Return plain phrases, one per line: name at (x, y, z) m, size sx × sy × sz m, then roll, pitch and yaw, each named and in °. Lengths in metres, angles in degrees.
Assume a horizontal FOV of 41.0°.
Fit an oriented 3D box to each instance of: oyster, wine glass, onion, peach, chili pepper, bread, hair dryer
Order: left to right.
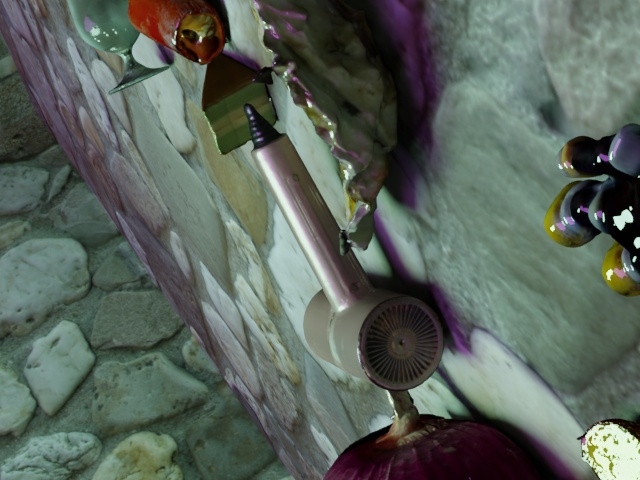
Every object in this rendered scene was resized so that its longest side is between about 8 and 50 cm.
wine glass at (-0.316, -0.341, 1.260) m, size 0.103 × 0.103 × 0.231 m, roll 9°, pitch 124°, yaw 67°
chili pepper at (-0.191, -0.286, 1.047) m, size 0.192 × 0.084 × 0.086 m, roll 44°, pitch 125°, yaw 33°
bread at (-0.127, -0.173, 1.051) m, size 0.139 × 0.084 × 0.074 m, roll 39°, pitch 155°, yaw 48°
hair dryer at (0.000, 0.000, 0.954) m, size 0.344 × 0.107 × 0.189 m, roll 63°, pitch 164°, yaw -13°
oyster at (0.006, -0.139, 0.756) m, size 0.354 × 0.107 × 0.201 m, roll 62°, pitch -173°, yaw -52°
onion at (0.117, 0.308, 0.938) m, size 0.272 × 0.256 × 0.230 m, roll 42°, pitch 176°, yaw 0°
peach at (0.246, 0.177, 0.672) m, size 0.083 × 0.050 × 0.077 m, roll -23°, pitch 74°, yaw 63°

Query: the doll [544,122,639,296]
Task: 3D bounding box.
doll at (0.201, -0.022, 0.390) m, size 0.145 × 0.103 × 0.316 m, roll 62°, pitch 168°, yaw 5°
